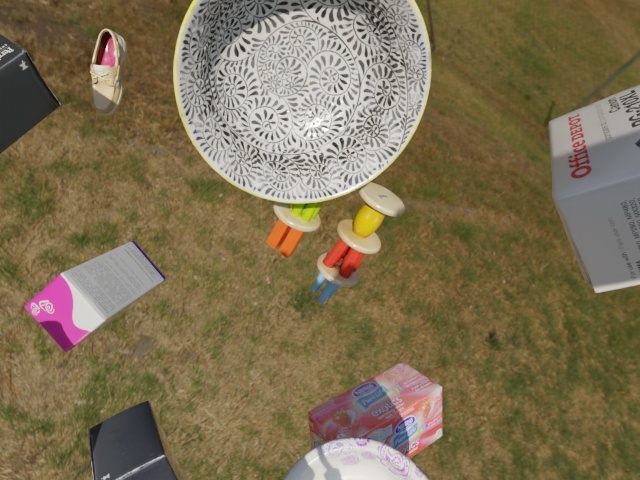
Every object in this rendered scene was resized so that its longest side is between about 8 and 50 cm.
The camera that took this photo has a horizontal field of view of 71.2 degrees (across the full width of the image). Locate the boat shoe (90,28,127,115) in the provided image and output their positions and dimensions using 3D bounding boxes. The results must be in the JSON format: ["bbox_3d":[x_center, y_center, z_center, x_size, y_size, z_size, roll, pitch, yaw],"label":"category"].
[{"bbox_3d":[-0.435,-0.340,0.899,0.063,0.059,0.169,5,88,2],"label":"boat shoe"}]

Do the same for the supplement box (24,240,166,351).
[{"bbox_3d":[-0.418,0.098,0.860,0.114,0.111,0.220,52,15,-7],"label":"supplement box"}]

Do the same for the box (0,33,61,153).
[{"bbox_3d":[-0.481,-0.151,0.511,0.184,0.103,0.261,34,69,11],"label":"box"}]

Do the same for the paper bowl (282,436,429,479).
[{"bbox_3d":[0.064,0.484,0.754,0.285,0.148,0.283,-3,67,7],"label":"paper bowl"}]

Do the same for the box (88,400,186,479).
[{"bbox_3d":[-0.299,0.413,0.765,0.108,0.153,0.206,-23,118,-22],"label":"box"}]

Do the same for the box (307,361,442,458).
[{"bbox_3d":[0.133,0.431,1.050,0.300,0.142,0.153,-18,113,-30],"label":"box"}]

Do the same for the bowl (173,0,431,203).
[{"bbox_3d":[-0.015,-0.119,0.324,0.170,0.170,0.080,14,30,-21],"label":"bowl"}]

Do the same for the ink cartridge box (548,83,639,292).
[{"bbox_3d":[0.314,-0.071,0.344,0.100,0.237,0.172,56,37,-18],"label":"ink cartridge box"}]

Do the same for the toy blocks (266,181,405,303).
[{"bbox_3d":[0.000,0.000,0.473,0.123,0.148,0.054,19,32,-18],"label":"toy blocks"}]
